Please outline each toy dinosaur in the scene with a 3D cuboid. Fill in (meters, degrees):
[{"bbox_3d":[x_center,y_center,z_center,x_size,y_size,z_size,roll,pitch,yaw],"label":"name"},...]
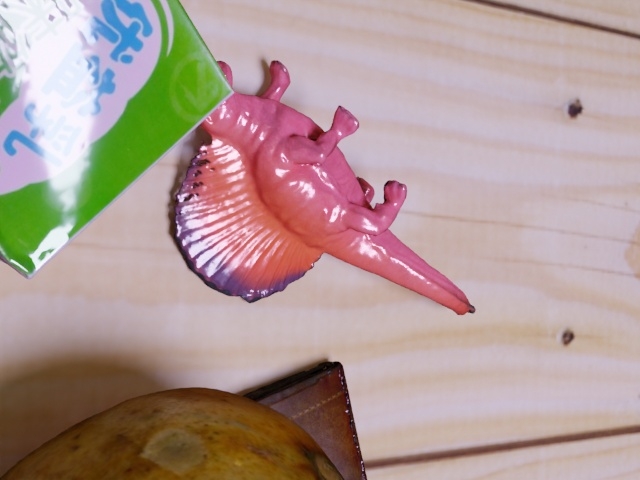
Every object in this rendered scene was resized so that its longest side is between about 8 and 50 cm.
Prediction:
[{"bbox_3d":[-0.007,0.003,0.602,0.139,0.070,0.286,-46,117,-11],"label":"toy dinosaur"}]

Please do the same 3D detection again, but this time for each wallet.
[{"bbox_3d":[-0.014,0.224,0.615,0.137,0.031,0.255,-19,102,-31],"label":"wallet"}]

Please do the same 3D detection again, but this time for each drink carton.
[{"bbox_3d":[-0.178,-0.135,0.423,0.161,0.108,0.271,-46,129,-20],"label":"drink carton"}]

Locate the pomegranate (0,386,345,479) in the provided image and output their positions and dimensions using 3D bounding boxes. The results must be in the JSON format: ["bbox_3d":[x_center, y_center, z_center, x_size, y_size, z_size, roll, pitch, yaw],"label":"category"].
[{"bbox_3d":[-0.075,0.212,0.441,0.260,0.260,0.260,-1,93,-32],"label":"pomegranate"}]
